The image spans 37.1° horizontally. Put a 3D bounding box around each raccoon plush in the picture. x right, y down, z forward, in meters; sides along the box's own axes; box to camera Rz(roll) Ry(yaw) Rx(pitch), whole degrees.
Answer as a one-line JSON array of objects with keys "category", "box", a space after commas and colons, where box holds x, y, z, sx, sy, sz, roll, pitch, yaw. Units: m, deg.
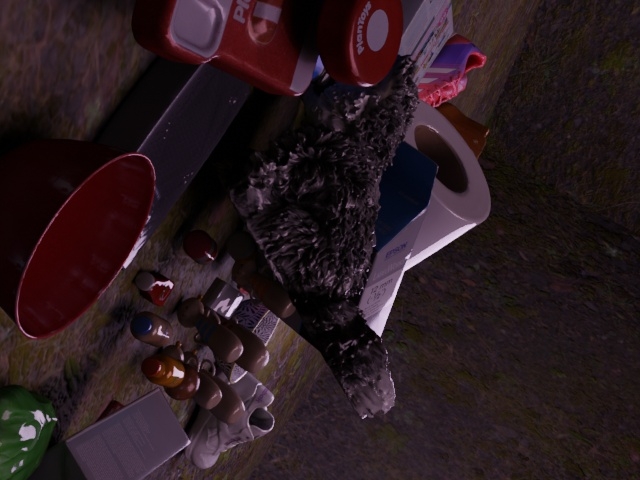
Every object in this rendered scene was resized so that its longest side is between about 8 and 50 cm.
[{"category": "raccoon plush", "box": [0.069, -0.030, 1.276, 0.299, 0.446, 0.216, -30, -172, -2]}]

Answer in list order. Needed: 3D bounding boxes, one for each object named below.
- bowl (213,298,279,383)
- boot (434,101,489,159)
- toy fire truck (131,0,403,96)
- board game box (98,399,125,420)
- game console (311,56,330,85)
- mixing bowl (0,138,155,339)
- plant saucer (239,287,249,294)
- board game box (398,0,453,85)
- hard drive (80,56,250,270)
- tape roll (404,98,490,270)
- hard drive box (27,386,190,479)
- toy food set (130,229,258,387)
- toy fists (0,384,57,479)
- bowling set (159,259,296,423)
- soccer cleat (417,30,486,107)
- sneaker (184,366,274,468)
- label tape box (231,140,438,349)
[{"category": "bowl", "box": [-0.146, 0.164, 1.710, 0.170, 0.080, 0.170, -56, 169, -17]}, {"category": "boot", "box": [0.249, -0.216, 2.122, 0.295, 0.211, 0.104, -50, 164, -40]}, {"category": "toy fire truck", "box": [-0.034, -0.281, 0.838, 0.254, 0.169, 0.302, 14, 93, -59]}, {"category": "board game box", "box": [-0.336, 0.351, 1.497, 0.145, 0.027, 0.281, -57, 169, -22]}, {"category": "game console", "box": [-0.003, -0.351, 1.149, 0.250, 0.173, 0.293, 27, 93, -48]}, {"category": "mixing bowl", "box": [-0.232, -0.018, 0.809, 0.181, 0.098, 0.181, -55, 168, -17]}, {"category": "plant saucer", "box": [0.000, 0.000, 1.708, 0.259, 0.047, 0.258, 16, 116, -47]}, {"category": "board game box", "box": [0.125, -0.332, 1.580, 0.224, 0.097, 0.303, -58, 167, -3]}, {"category": "hard drive", "box": [-0.165, -0.104, 0.997, 0.254, 0.054, 0.172, -57, 169, -16]}, {"category": "tape roll", "box": [0.138, -0.092, 1.566, 0.169, 0.246, 0.246, -35, -177, 31]}, {"category": "hard drive box", "box": [-0.293, 0.283, 1.160, 0.181, 0.089, 0.232, -31, 176, 17]}, {"category": "toy food set", "box": [-0.177, 0.071, 1.248, 0.232, 0.111, 0.104, -55, 169, -7]}, {"category": "toy fists", "box": [-0.373, 0.272, 0.964, 0.279, 0.096, 0.142, -61, 179, 0]}, {"category": "bowling set", "box": [-0.183, 0.155, 1.459, 0.200, 0.154, 0.287, -4, 127, -54]}, {"category": "soccer cleat", "box": [0.246, -0.335, 2.044, 0.318, 0.116, 0.108, -52, 167, -34]}, {"category": "sneaker", "box": [-0.184, 0.381, 1.924, 0.114, 0.152, 0.305, -50, 167, -49]}, {"category": "label tape box", "box": [0.011, -0.020, 1.438, 0.115, 0.249, 0.347, -26, 144, -41]}]
